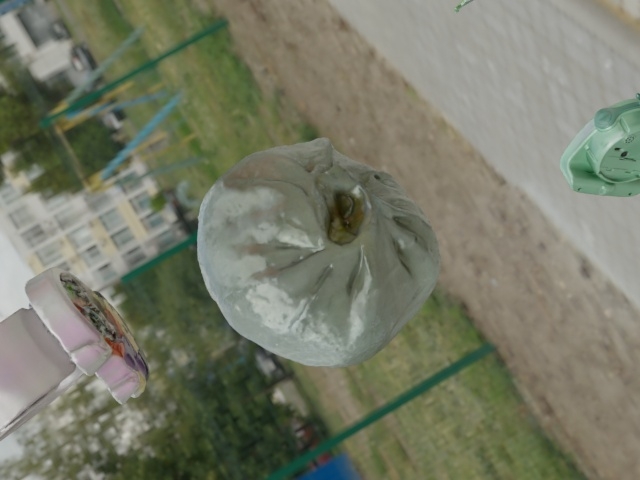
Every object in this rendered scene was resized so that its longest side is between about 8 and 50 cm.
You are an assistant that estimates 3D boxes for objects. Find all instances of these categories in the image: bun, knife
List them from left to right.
[{"bbox_3d":[-0.006,-0.002,1.650,0.354,0.355,0.194,57,151,26],"label":"bun"},{"bbox_3d":[0.265,-0.394,1.863,0.022,0.078,0.166,55,158,-7],"label":"knife"}]

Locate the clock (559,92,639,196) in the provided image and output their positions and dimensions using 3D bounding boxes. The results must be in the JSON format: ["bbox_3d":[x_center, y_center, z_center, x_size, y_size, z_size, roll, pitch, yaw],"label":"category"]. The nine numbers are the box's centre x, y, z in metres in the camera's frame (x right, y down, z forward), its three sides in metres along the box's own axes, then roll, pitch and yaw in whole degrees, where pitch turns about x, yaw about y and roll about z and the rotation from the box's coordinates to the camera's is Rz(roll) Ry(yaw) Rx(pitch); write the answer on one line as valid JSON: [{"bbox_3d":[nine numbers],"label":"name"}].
[{"bbox_3d":[0.485,-0.158,1.892,0.211,0.159,0.066,-61,37,42],"label":"clock"}]

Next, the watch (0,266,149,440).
[{"bbox_3d":[-0.351,0.172,1.516,0.196,0.231,0.244,49,-179,2],"label":"watch"}]
